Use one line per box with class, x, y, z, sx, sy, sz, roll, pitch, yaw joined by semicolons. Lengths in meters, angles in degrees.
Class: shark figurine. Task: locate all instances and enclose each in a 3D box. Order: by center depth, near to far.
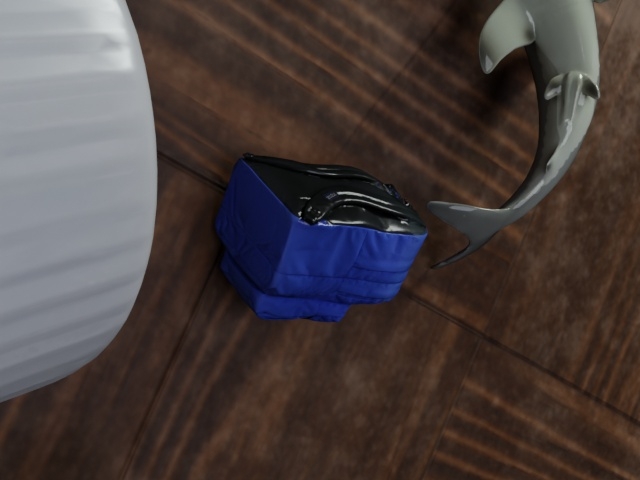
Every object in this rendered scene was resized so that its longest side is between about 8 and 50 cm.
shark figurine;0.160;-0.114;0.887;0.166;0.116;0.278;4;87;-2

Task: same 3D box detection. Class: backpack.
backpack;0.000;0.000;0.790;0.120;0.098;0.101;1;125;-35

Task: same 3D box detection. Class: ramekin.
ramekin;-0.194;-0.046;0.542;0.135;0.277;0.277;-14;105;-40
